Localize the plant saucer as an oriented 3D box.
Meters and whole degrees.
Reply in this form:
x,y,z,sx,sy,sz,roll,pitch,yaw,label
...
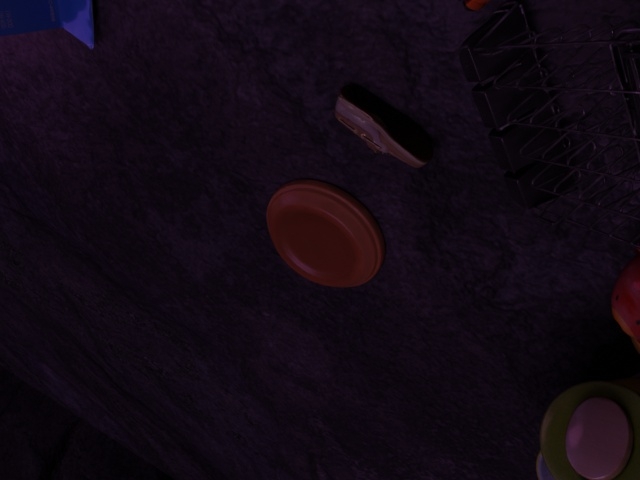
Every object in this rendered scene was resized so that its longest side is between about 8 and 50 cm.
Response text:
x,y,z,sx,sy,sz,roll,pitch,yaw,label
0.000,0.000,0.831,0.199,0.037,0.200,19,137,19,plant saucer

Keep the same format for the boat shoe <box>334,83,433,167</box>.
x,y,z,sx,sy,sz,roll,pitch,yaw,label
0.074,-0.130,0.652,0.135,0.050,0.045,42,144,9,boat shoe

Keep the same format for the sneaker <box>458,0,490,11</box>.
x,y,z,sx,sy,sz,roll,pitch,yaw,label
0.109,-0.308,0.447,0.087,0.083,0.221,-25,118,31,sneaker

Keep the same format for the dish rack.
x,y,z,sx,sy,sz,roll,pitch,yaw,label
0.228,-0.089,0.447,0.208,0.074,0.271,58,174,-25,dish rack

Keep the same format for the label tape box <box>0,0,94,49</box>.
x,y,z,sx,sy,sz,roll,pitch,yaw,label
-0.472,-0.417,0.711,0.347,0.115,0.249,31,139,9,label tape box

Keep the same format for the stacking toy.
x,y,z,sx,sy,sz,roll,pitch,yaw,label
0.338,0.164,0.482,0.130,0.279,0.309,38,-170,-37,stacking toy

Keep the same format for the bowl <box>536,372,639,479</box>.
x,y,z,sx,sy,sz,roll,pitch,yaw,label
0.432,0.259,0.681,0.289,0.156,0.290,19,137,19,bowl
